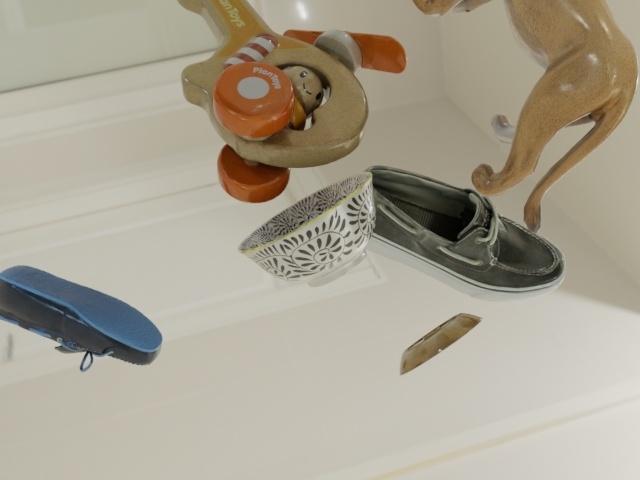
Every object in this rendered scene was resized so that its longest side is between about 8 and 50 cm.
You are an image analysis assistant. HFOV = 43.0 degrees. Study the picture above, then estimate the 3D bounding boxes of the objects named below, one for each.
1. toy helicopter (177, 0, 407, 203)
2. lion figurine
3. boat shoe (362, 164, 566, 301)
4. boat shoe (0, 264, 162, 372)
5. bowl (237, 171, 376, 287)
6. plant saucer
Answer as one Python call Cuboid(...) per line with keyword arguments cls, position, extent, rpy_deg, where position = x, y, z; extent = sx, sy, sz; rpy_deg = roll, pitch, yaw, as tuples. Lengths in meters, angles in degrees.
Cuboid(cls="toy helicopter", position=(-0.061, -0.225, 0.943), extent=(0.355, 0.234, 0.140), rpy_deg=(57, -21, 29))
Cuboid(cls="lion figurine", position=(0.233, -0.226, 0.815), extent=(0.240, 0.142, 0.393), rpy_deg=(-26, -100, 39))
Cuboid(cls="boat shoe", position=(0.190, -0.008, 1.096), extent=(0.119, 0.334, 0.121), rpy_deg=(119, -17, -58))
Cuboid(cls="boat shoe", position=(-0.343, 0.119, 1.157), extent=(0.109, 0.258, 0.089), rpy_deg=(-30, 142, -66))
Cuboid(cls="bowl", position=(0.000, 0.000, 0.900), extent=(0.080, 0.170, 0.170), rpy_deg=(60, -9, -11))
Cuboid(cls="plant saucer", position=(0.096, 0.082, 0.673), extent=(0.015, 0.083, 0.083), rpy_deg=(56, -15, 7))
